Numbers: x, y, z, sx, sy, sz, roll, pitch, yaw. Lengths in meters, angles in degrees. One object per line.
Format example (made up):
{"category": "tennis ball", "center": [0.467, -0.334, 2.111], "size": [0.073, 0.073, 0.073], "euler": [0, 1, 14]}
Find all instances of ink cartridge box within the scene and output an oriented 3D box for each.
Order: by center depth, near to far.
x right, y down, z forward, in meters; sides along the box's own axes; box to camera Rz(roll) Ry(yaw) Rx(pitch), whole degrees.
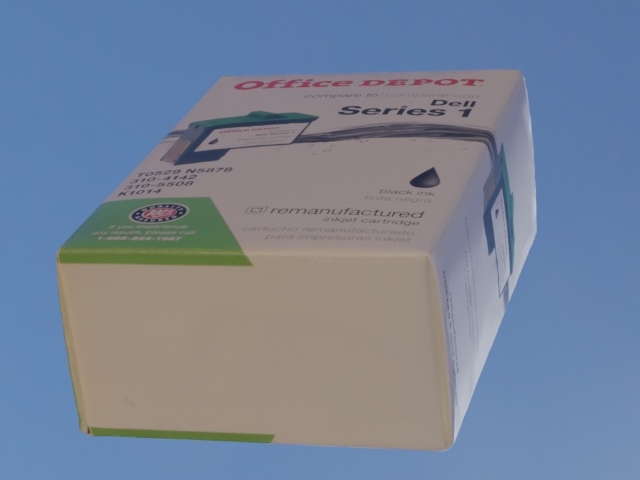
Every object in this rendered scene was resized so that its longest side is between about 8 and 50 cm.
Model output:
{"category": "ink cartridge box", "center": [0.000, 0.000, 0.834], "size": [0.160, 0.219, 0.092], "euler": [0, -66, 16]}
